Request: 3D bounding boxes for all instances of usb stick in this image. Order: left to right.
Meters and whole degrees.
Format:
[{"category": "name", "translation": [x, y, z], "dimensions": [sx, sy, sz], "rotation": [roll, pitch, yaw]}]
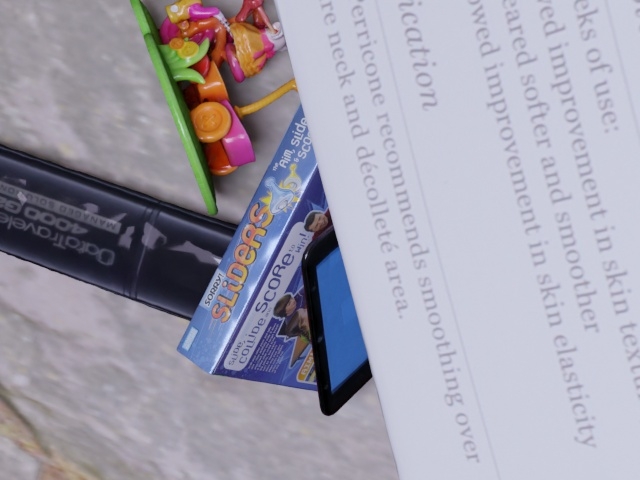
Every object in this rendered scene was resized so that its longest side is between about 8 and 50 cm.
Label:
[{"category": "usb stick", "translation": [-0.176, -0.012, 0.970], "dimensions": [0.278, 0.045, 0.077], "rotation": [19, 102, 8]}]

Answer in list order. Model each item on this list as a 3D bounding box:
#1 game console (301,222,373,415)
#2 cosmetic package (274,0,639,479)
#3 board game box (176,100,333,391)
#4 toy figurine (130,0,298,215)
[{"category": "game console", "translation": [0.059, 0.039, 0.880], "dimensions": [0.124, 0.085, 0.144], "rotation": [0, 127, 9]}, {"category": "cosmetic package", "translation": [0.245, -0.063, 0.692], "dimensions": [0.394, 0.327, 0.329], "rotation": [-14, 90, 35]}, {"category": "board game box", "translation": [0.000, 0.000, 0.894], "dimensions": [0.035, 0.136, 0.201], "rotation": [31, 96, 33]}, {"category": "toy figurine", "translation": [-0.031, -0.122, 0.926], "dimensions": [0.159, 0.130, 0.173], "rotation": [-21, 63, -4]}]
